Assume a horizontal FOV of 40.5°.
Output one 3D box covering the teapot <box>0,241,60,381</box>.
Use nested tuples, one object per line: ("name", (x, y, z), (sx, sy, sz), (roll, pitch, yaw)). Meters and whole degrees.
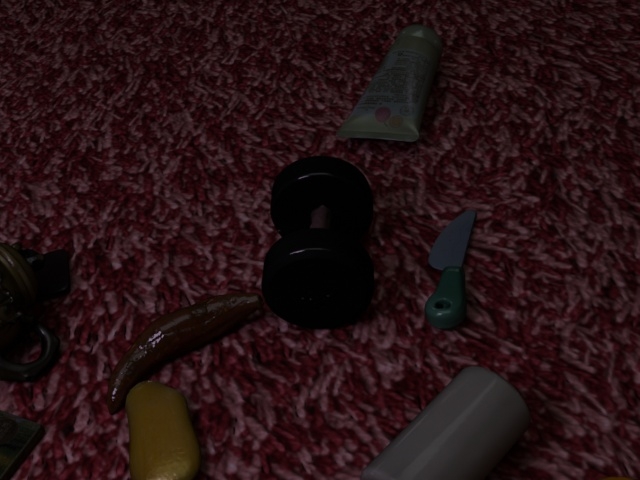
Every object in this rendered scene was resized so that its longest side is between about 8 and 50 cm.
("teapot", (-0.465, 0.077, 1.228), (0.269, 0.173, 0.182), (44, 55, 7))

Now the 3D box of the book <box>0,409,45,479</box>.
("book", (-0.475, 0.301, 1.082), (0.160, 0.024, 0.228), (13, 46, 21))

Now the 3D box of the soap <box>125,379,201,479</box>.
("soap", (-0.197, 0.242, 1.083), (0.089, 0.033, 0.168), (-12, 41, -5))

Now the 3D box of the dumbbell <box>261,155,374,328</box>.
("dumbbell", (0.000, 0.000, 1.228), (0.153, 0.152, 0.218), (-5, 42, 6))

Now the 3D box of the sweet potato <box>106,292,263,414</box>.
("sweet potato", (-0.197, 0.135, 1.189), (0.255, 0.058, 0.078), (-33, 66, -19))

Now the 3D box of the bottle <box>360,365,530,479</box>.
("bottle", (0.123, 0.250, 0.957), (0.104, 0.104, 0.245), (28, 54, 35))

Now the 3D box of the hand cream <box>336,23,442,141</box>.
("hand cream", (0.144, -0.278, 1.560), (0.147, 0.093, 0.305), (7, 46, 21))

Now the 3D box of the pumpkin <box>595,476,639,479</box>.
("pumpkin", (0.279, 0.331, 0.830), (0.119, 0.107, 0.183), (8, 48, 48))

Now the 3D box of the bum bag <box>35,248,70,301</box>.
("bum bag", (-0.470, 0.062, 1.348), (0.160, 0.026, 0.109), (-16, 41, -7))

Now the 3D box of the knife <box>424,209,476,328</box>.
("knife", (0.186, 0.034, 1.250), (0.063, 0.034, 0.260), (-4, 35, 17))
